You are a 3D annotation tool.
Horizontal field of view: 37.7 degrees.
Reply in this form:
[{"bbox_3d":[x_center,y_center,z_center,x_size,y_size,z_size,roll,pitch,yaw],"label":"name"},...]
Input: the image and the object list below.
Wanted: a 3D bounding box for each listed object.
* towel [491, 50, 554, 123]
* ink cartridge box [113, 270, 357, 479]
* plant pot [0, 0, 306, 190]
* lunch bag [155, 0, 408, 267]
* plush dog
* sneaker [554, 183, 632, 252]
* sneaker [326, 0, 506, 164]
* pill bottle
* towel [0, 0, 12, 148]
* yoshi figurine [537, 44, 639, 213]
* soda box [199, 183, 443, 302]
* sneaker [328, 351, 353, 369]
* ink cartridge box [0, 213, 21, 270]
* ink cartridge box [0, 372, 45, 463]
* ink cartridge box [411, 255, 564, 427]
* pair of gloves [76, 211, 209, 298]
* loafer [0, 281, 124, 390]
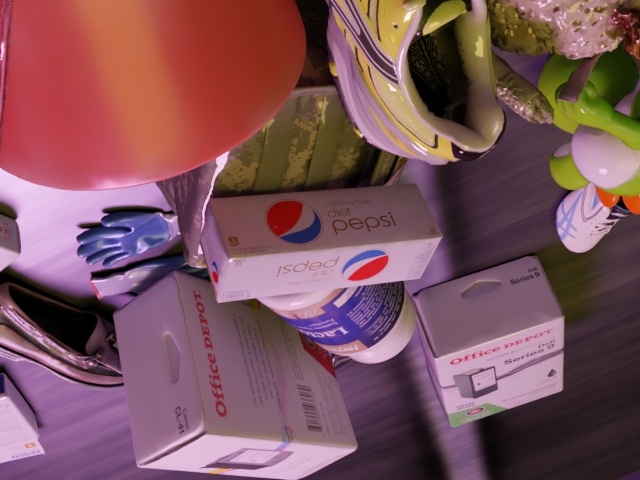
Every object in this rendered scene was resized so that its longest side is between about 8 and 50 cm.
[{"bbox_3d":[0.172,-0.154,0.882,0.027,0.110,0.148,-49,166,17],"label":"towel"},{"bbox_3d":[-0.111,0.191,1.260,0.131,0.226,0.306,-33,147,28],"label":"ink cartridge box"},{"bbox_3d":[-0.160,-0.214,0.661,0.275,0.275,0.243,-15,137,-3],"label":"plant pot"},{"bbox_3d":[-0.004,-0.113,0.943,0.287,0.169,0.235,-9,143,-26],"label":"lunch bag"},{"bbox_3d":[0.185,-0.264,0.811,0.225,0.211,0.262,28,131,-18],"label":"plush dog"},{"bbox_3d":[0.388,-0.047,1.287,0.085,0.086,0.237,-11,148,-12],"label":"sneaker"},{"bbox_3d":[0.056,-0.231,0.710,0.145,0.147,0.385,-36,120,-14],"label":"sneaker"},{"bbox_3d":[0.022,0.060,1.213,0.153,0.153,0.264,-27,145,14],"label":"pill bottle"},{"bbox_3d":[-0.346,-0.176,0.615,0.329,0.037,0.237,33,137,6],"label":"towel"},{"bbox_3d":[0.331,-0.162,0.948,0.203,0.203,0.362,20,162,-14],"label":"yoshi figurine"},{"bbox_3d":[0.000,0.000,0.886,0.216,0.074,0.069,-5,143,-23],"label":"soda box"},{"bbox_3d":[0.032,0.151,1.447,0.078,0.067,0.188,-9,151,-52],"label":"sneaker"},{"bbox_3d":[-0.475,0.008,1.004,0.189,0.066,0.232,-33,148,23],"label":"ink cartridge box"},{"bbox_3d":[-0.540,0.279,1.375,0.223,0.045,0.224,-12,147,-8],"label":"ink cartridge box"},{"bbox_3d":[0.275,0.171,1.517,0.211,0.121,0.289,-19,146,2],"label":"ink cartridge box"},{"bbox_3d":[-0.216,0.025,1.173,0.159,0.023,0.198,-11,146,-9],"label":"pair of gloves"},{"bbox_3d":[-0.323,0.125,1.211,0.084,0.096,0.267,-41,138,23],"label":"loafer"}]
